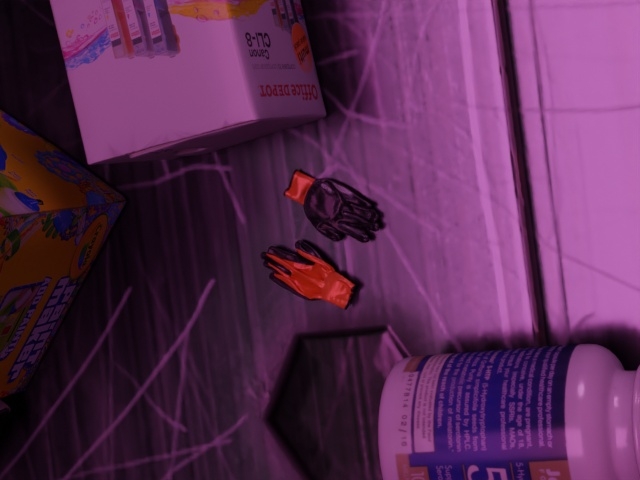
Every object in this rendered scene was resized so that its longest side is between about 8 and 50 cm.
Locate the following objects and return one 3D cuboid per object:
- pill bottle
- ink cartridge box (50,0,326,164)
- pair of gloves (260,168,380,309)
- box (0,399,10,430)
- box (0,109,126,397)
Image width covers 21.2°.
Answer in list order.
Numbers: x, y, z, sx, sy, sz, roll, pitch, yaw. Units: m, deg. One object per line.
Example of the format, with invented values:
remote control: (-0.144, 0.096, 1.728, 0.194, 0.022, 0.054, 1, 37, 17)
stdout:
pill bottle: (0.140, 0.121, 1.059, 0.186, 0.112, 0.112, -6, 92, 23)
ink cartridge box: (-0.090, -0.147, 1.120, 0.127, 0.128, 0.176, -12, 91, 22)
pair of gloves: (0.000, 0.000, 1.160, 0.074, 0.010, 0.083, 25, 100, 20)
box: (-0.367, 0.201, 1.268, 0.169, 0.087, 0.290, 33, 111, 16)
box: (-0.340, -0.026, 1.149, 0.290, 0.279, 0.177, 34, 107, 16)
